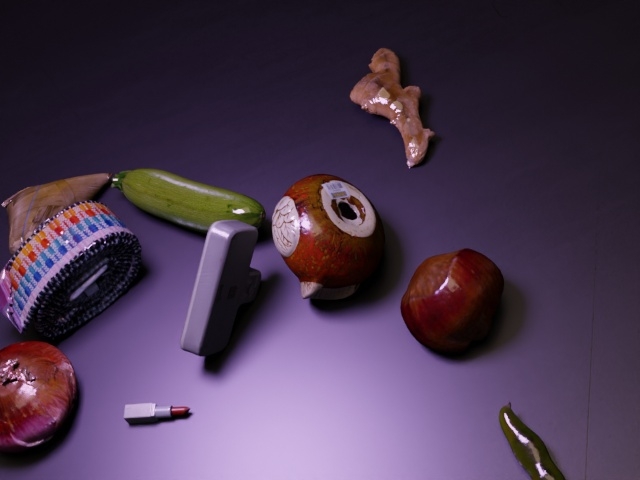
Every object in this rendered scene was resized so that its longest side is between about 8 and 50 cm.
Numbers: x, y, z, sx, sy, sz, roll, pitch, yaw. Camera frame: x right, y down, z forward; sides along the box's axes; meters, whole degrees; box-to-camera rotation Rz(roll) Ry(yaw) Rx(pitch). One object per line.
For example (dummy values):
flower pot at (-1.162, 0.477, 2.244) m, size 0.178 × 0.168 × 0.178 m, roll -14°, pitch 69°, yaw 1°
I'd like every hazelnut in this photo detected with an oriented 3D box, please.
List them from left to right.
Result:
hazelnut at (0.243, 0.111, 1.857) m, size 0.202 × 0.160 × 0.170 m, roll -54°, pitch 37°, yaw 22°

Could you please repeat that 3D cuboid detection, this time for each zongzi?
zongzi at (-0.564, -0.055, 2.173) m, size 0.256 × 0.115 × 0.228 m, roll -18°, pitch 36°, yaw -7°

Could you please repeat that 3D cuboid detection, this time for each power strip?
power strip at (-0.184, 0.090, 1.946) m, size 0.059 × 0.193 × 0.265 m, roll 19°, pitch 100°, yaw 22°

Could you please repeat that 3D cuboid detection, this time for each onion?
onion at (-0.596, 0.296, 1.925) m, size 0.229 × 0.163 × 0.230 m, roll -6°, pitch 64°, yaw 13°

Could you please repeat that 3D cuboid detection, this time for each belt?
belt at (-0.522, 0.055, 2.045) m, size 0.295 × 0.207 × 0.160 m, roll -46°, pitch 61°, yaw 1°

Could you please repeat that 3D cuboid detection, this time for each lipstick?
lipstick at (-0.314, 0.332, 1.909) m, size 0.129 × 0.030 × 0.030 m, roll -6°, pitch 55°, yaw 11°

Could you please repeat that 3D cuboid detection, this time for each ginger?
ginger at (0.160, -0.305, 2.194) m, size 0.147 × 0.081 × 0.334 m, roll -16°, pitch 54°, yaw -16°

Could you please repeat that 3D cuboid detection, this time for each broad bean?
broad bean at (0.382, 0.405, 1.678) m, size 0.060 × 0.043 × 0.298 m, roll -28°, pitch 55°, yaw 7°

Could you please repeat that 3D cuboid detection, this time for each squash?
squash at (-0.285, -0.081, 2.131) m, size 0.395 × 0.107 × 0.107 m, roll 16°, pitch 62°, yaw 25°

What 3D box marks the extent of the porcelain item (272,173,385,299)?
porcelain item at (0.000, 0.000, 1.972) m, size 0.252 × 0.253 × 0.253 m, roll -7°, pitch 56°, yaw 10°
